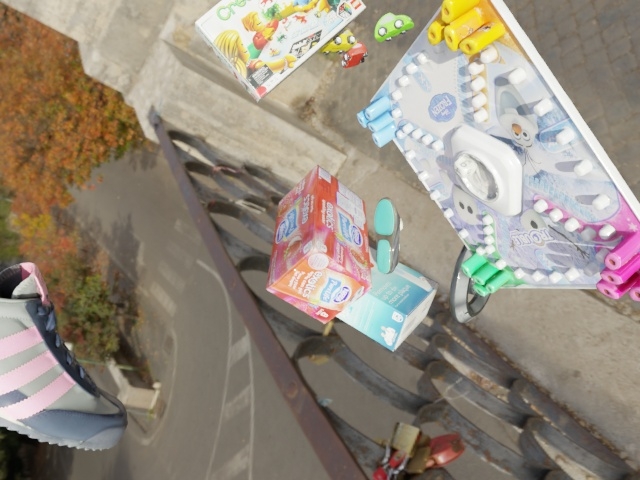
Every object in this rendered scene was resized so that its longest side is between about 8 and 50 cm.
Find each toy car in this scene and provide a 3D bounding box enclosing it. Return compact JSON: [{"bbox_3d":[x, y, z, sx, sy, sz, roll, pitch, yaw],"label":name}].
[{"bbox_3d":[0.122,-0.516,1.294,0.225,0.239,0.053,-17,90,23],"label":"toy car"}]

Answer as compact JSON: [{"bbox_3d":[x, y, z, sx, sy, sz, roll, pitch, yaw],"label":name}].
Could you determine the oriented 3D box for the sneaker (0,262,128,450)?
[{"bbox_3d":[-0.285,0.100,0.498,0.112,0.319,0.131,19,67,41],"label":"sneaker"}]

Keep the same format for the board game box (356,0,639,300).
[{"bbox_3d":[0.214,-0.086,0.700,0.050,0.390,0.390,-35,1,-11],"label":"board game box"}]

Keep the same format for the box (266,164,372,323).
[{"bbox_3d":[0.000,0.000,0.908,0.123,0.128,0.257,-42,27,28],"label":"box"}]

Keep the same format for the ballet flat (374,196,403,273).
[{"bbox_3d":[0.178,-0.014,1.324,0.074,0.074,0.203,20,115,55],"label":"ballet flat"}]

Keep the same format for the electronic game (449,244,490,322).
[{"bbox_3d":[0.353,0.078,1.179,0.048,0.229,0.229,15,84,35],"label":"electronic game"}]

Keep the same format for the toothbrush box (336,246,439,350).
[{"bbox_3d":[0.136,0.134,1.403,0.296,0.216,0.126,29,122,24],"label":"toothbrush box"}]

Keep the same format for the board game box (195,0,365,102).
[{"bbox_3d":[-0.080,-0.461,1.069,0.305,0.193,0.053,-43,11,-7],"label":"board game box"}]
